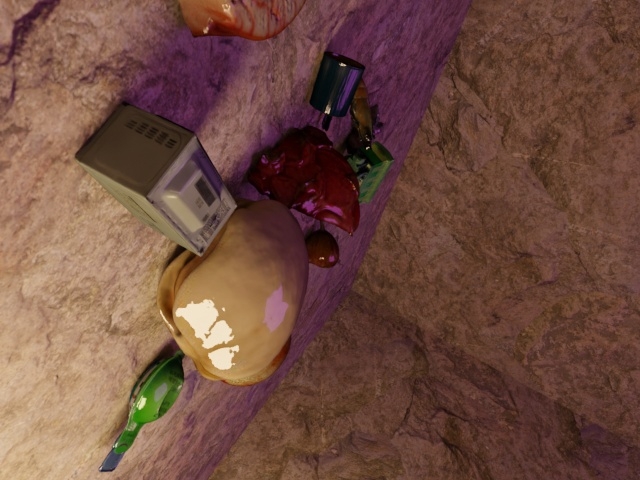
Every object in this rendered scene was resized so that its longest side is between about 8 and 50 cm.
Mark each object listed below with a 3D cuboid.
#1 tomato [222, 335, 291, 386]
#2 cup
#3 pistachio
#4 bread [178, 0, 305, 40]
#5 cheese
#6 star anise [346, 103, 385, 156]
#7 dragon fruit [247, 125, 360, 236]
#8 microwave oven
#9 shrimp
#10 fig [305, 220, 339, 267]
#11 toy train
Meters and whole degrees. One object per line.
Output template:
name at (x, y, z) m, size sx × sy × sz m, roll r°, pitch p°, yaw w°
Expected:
tomato at (-0.203, 0.273, 1.319) m, size 0.223 × 0.270 × 0.270 m, roll -20°, pitch -157°, yaw 46°
cup at (0.048, -0.418, 1.253) m, size 0.150 × 0.114 × 0.138 m, roll -38°, pitch 155°, yaw -56°
pistachio at (-0.190, 0.116, 1.082) m, size 0.365 × 0.282 × 0.445 m, roll 9°, pitch 96°, yaw -46°
bread at (-0.091, -0.456, 0.636) m, size 0.295 × 0.114 × 0.327 m, roll -55°, pitch 164°, yaw -25°
cheese at (-0.438, 0.420, 1.167) m, size 0.320 × 0.083 × 0.204 m, roll -59°, pitch 169°, yaw -24°
star anise at (0.176, -0.415, 1.789) m, size 0.236 × 0.093 × 0.229 m, roll -41°, pitch 157°, yaw -52°
dragon fruit at (-0.011, -0.177, 1.236) m, size 0.227 × 0.286 × 0.329 m, roll -60°, pitch 159°, yaw 8°
microwave oven at (-0.239, -0.089, 0.728) m, size 0.122 × 0.162 × 0.208 m, roll -59°, pitch 162°, yaw -17°
shrimp at (0.077, -0.335, 1.326) m, size 0.051 × 0.261 × 0.198 m, roll 0°, pitch 157°, yaw -35°
fig at (0.001, 0.022, 1.930) m, size 0.149 × 0.148 × 0.201 m, roll -28°, pitch -127°, yaw 45°
toy train at (0.140, -0.236, 1.771) m, size 0.202 × 0.120 × 0.300 m, roll -25°, pitch 158°, yaw -29°
